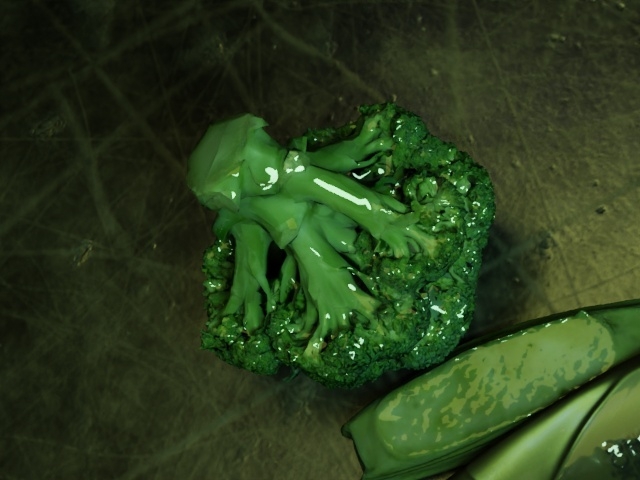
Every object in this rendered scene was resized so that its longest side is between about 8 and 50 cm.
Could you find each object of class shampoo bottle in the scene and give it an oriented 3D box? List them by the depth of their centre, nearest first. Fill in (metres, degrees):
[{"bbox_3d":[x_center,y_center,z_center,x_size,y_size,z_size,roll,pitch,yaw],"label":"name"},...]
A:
[{"bbox_3d":[0.244,0.159,1.352,0.350,0.084,0.126,-27,96,8],"label":"shampoo bottle"}]

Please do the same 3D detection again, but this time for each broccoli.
[{"bbox_3d":[0.000,0.000,1.391,0.270,0.270,0.270,-25,48,30],"label":"broccoli"}]

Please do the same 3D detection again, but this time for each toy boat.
[{"bbox_3d":[0.149,0.116,1.416,0.293,0.055,0.093,-24,70,9],"label":"toy boat"}]
